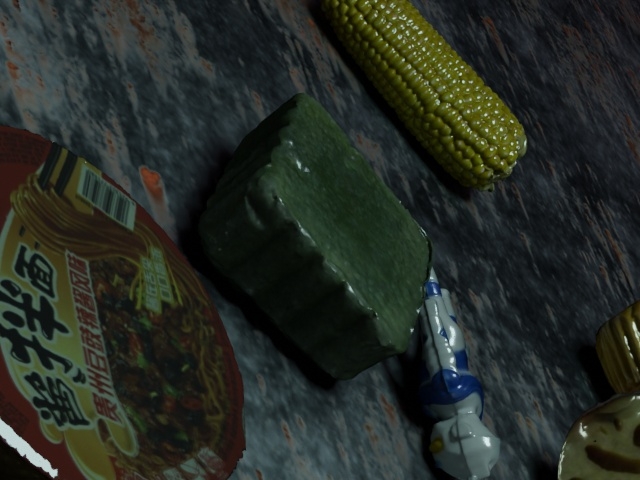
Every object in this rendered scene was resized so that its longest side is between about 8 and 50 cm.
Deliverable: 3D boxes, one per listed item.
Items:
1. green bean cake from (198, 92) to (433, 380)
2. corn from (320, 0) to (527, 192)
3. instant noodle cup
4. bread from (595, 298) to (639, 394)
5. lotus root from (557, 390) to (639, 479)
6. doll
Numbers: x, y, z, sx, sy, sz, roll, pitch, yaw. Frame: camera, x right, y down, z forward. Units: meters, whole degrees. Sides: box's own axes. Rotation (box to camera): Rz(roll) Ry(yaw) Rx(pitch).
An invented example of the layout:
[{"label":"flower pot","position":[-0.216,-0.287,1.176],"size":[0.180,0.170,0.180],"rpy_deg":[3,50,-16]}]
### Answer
[{"label":"green bean cake","position":[0.000,0.000,1.373],"size":[0.185,0.094,0.183],"rpy_deg":[45,28,-16]},{"label":"corn","position":[0.102,-0.161,1.728],"size":[0.260,0.091,0.091],"rpy_deg":[48,-1,-2]},{"label":"instant noodle cup","position":[-0.169,0.063,1.038],"size":[0.274,0.091,0.274],"rpy_deg":[38,31,-28]},{"label":"bread","position":[0.379,0.107,1.733],"size":[0.199,0.199,0.104],"rpy_deg":[14,50,-51]},{"label":"lotus root","position":[0.306,0.251,1.525],"size":[0.188,0.199,0.180],"rpy_deg":[-64,158,-23]},{"label":"doll","position":[0.103,0.111,1.438],"size":[0.114,0.057,0.227],"rpy_deg":[68,6,-50]}]
